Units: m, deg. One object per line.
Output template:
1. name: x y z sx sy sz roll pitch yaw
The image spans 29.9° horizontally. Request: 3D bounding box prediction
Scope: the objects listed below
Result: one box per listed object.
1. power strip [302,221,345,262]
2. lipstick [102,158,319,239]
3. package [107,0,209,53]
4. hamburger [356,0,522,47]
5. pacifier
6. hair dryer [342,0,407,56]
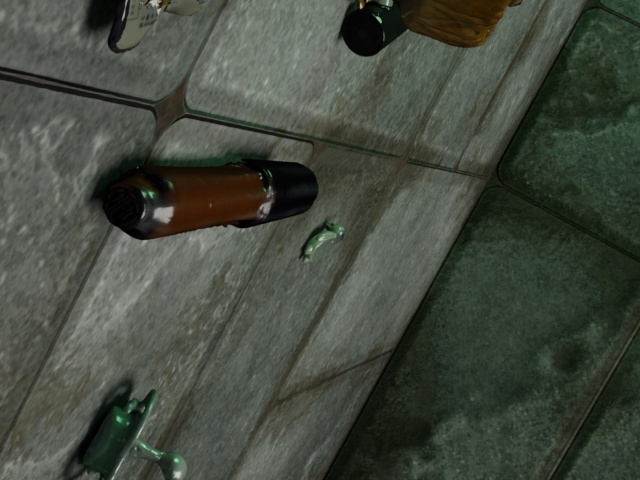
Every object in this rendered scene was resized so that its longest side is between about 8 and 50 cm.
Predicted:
1. power strip: 0.000 0.000 1.813 0.083 0.035 0.055 -35 155 -30
2. lipstick: -0.102 -0.047 1.247 0.077 0.077 0.418 -63 164 14
3. package: -0.096 -0.258 0.911 0.166 0.040 0.232 -40 153 -59
4. hamburger: 0.090 -0.330 0.897 0.287 0.268 0.445 -59 175 -49
5. pacifier: -0.211 0.249 1.403 0.150 0.117 0.127 -63 -168 -4
6. hair dryer: 0.084 -0.319 1.410 0.100 0.057 0.197 -46 155 -49
